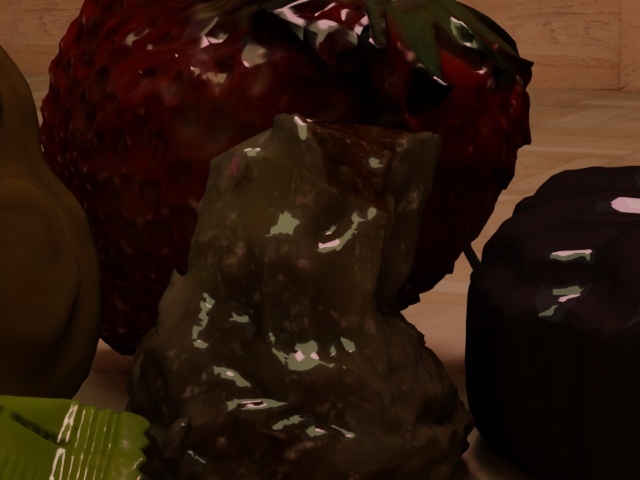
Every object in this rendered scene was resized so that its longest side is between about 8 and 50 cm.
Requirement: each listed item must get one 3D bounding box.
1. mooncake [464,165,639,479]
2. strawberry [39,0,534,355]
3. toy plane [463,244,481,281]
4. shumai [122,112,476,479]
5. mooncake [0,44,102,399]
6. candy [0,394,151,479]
[{"bbox_3d":[0.207,0.037,0.816,0.283,0.141,0.283,-3,12,1],"label":"mooncake"},{"bbox_3d":[-0.036,-0.042,0.965,0.238,0.288,0.250,25,24,-25],"label":"strawberry"},{"bbox_3d":[0.111,0.043,0.995,0.040,0.102,0.111,-31,-13,-21],"label":"toy plane"},{"bbox_3d":[-0.012,0.026,0.782,0.166,0.176,0.206,-2,8,-6],"label":"shumai"},{"bbox_3d":[-0.215,-0.005,0.800,0.117,0.235,0.235,-23,-4,36],"label":"mooncake"},{"bbox_3d":[-0.189,0.095,0.648,0.246,0.069,0.149,4,36,3],"label":"candy"}]
